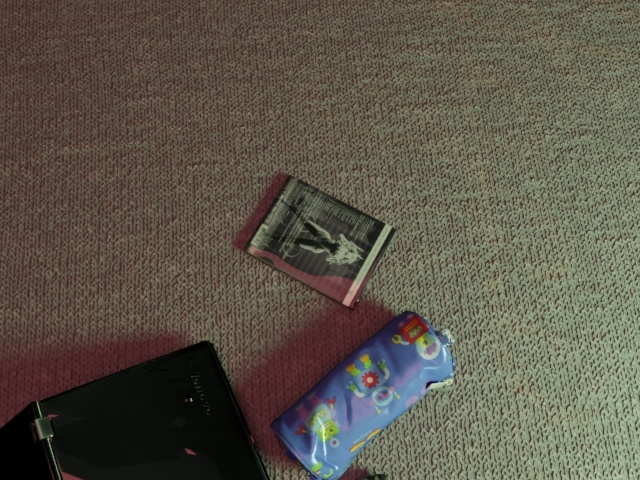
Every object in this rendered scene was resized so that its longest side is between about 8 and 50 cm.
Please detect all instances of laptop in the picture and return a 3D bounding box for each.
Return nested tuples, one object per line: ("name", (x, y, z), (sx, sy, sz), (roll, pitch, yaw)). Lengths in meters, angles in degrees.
("laptop", (-0.307, 0.423, 0.871), (0.408, 0.236, 0.382), (-37, 68, 24))

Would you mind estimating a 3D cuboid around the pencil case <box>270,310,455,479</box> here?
("pencil case", (0.074, 0.240, 0.890), (0.306, 0.119, 0.133), (-38, 60, -8))

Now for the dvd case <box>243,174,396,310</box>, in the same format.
("dvd case", (0.000, 0.000, 1.014), (0.221, 0.018, 0.164), (28, 75, 10))

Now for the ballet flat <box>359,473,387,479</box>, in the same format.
("ballet flat", (0.121, 0.441, 0.864), (0.070, 0.070, 0.188), (-27, 78, -6))
